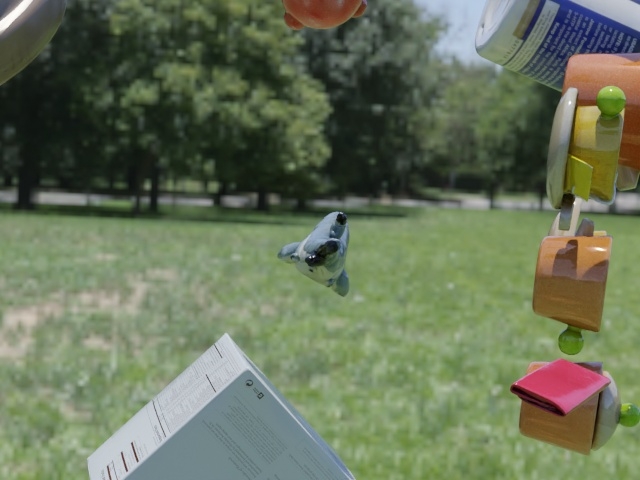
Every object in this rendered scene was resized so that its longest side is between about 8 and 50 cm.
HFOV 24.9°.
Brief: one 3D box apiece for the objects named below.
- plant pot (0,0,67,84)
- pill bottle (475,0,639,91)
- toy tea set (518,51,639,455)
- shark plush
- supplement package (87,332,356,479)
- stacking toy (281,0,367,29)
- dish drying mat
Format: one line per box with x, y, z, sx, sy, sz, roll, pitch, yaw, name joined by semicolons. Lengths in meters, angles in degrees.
-0.270;-0.172;0.822;0.237;0.109;0.237;-2;43;2;plant pot
0.242;-0.179;1.279;0.187;0.112;0.112;22;1;-9;pill bottle
0.232;0.008;1.105;0.124;0.336;0.200;8;35;11;toy tea set
0.000;0.000;1.283;0.073;0.067;0.161;31;-1;11;shark plush
-0.101;0.246;1.510;0.203;0.194;0.149;-41;16;-3;supplement package
0.092;-0.347;1.593;0.309;0.130;0.279;-6;39;4;stacking toy
0.123;0.075;0.741;0.032;0.008;0.083;22;13;22;dish drying mat
